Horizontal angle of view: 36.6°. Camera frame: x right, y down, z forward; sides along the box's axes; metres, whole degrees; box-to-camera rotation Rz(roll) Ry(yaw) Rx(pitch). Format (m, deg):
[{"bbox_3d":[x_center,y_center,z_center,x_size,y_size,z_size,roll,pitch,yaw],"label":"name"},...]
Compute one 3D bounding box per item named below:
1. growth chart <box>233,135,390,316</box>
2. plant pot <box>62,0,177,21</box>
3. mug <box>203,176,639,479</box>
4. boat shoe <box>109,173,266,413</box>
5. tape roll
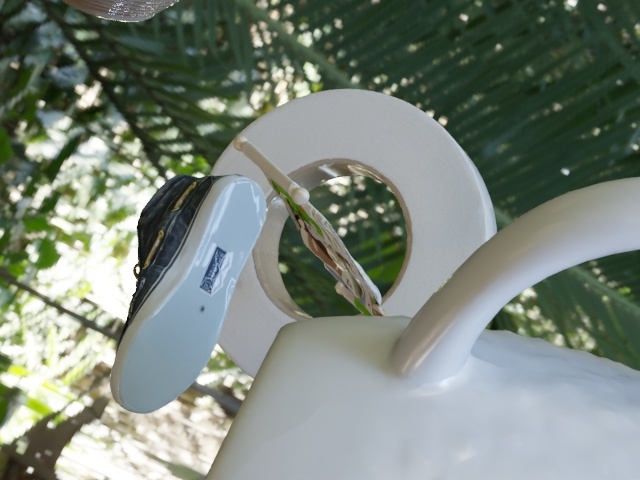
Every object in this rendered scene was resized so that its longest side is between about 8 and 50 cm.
[{"bbox_3d":[0.000,0.000,0.983,0.021,0.237,0.172,-39,-150,-7],"label":"growth chart"},{"bbox_3d":[-0.226,-0.314,1.060,0.237,0.237,0.110,-73,-177,-60],"label":"plant pot"},{"bbox_3d":[0.112,0.144,0.429,0.276,0.328,0.374,-64,179,-63],"label":"mug"},{"bbox_3d":[-0.109,0.034,0.695,0.083,0.065,0.183,8,-116,46],"label":"boat shoe"},{"bbox_3d":[0.020,0.007,1.196,0.392,0.392,0.072,-63,156,1],"label":"tape roll"}]
